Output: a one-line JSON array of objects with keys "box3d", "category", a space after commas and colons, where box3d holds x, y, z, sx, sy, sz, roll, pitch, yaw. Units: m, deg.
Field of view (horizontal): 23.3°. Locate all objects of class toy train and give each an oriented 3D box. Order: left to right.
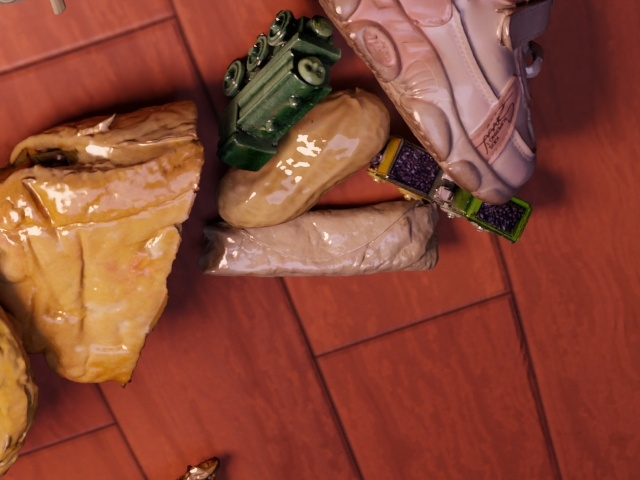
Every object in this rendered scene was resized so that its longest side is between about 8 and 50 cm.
[{"box3d": [-0.043, -0.153, 1.552, 0.071, 0.111, 0.170, 20, 142, -27], "category": "toy train"}, {"box3d": [0.141, -0.057, 1.691, 0.202, 0.081, 0.060, 24, 90, -26], "category": "toy train"}]

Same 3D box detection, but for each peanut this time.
[{"box3d": [-0.022, -0.084, 1.636, 0.214, 0.090, 0.098, -39, 146, 17], "category": "peanut"}]

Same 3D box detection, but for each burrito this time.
[{"box3d": [0.000, 0.000, 1.722, 0.275, 0.059, 0.082, -3, 87, -8], "category": "burrito"}]

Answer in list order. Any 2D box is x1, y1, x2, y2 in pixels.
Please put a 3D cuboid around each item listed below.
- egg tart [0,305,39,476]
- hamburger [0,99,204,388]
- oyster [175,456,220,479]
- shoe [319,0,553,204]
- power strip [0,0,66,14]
[{"box3d": [-0.495, 0.108, 1.600, 0.443, 0.178, 0.443, 2, 130, 3], "category": "egg tart"}, {"box3d": [-0.251, -0.016, 1.595, 0.209, 0.162, 0.330, 11, 127, -16], "category": "hamburger"}, {"box3d": [-0.220, 0.392, 1.971, 0.128, 0.078, 0.345, 6, 126, -42], "category": "oyster"}, {"box3d": [0.150, -0.194, 1.542, 0.198, 0.172, 0.351, -36, 129, 7], "category": "shoe"}, {"box3d": [-0.267, -0.313, 1.413, 0.167, 0.054, 0.253, -11, 130, -20], "category": "power strip"}]
